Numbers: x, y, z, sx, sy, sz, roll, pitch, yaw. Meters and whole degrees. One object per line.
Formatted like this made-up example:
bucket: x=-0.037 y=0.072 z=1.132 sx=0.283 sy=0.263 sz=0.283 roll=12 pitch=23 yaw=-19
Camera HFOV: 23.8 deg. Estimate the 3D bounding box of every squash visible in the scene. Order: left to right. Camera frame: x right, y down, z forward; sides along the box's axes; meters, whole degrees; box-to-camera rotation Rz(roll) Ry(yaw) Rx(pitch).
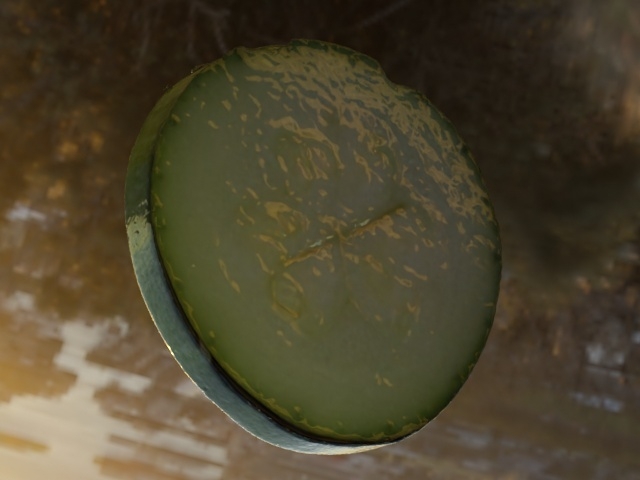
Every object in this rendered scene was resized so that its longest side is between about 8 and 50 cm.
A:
squash: x=-0.003 y=0.001 z=0.784 sx=0.219 sy=0.219 sz=0.041 roll=23 pitch=151 yaw=-25
